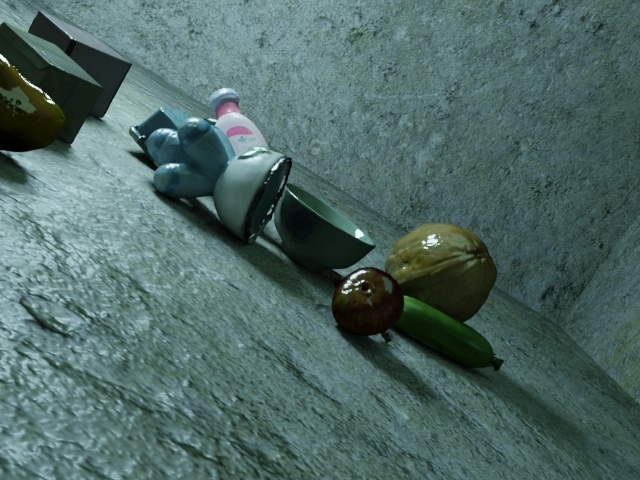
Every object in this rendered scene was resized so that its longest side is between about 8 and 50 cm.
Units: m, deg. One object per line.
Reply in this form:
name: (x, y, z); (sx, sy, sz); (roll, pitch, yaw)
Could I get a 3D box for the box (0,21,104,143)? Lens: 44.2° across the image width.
box: (-0.617, -0.344, 1.719); (0.231, 0.149, 0.155); (39, 12, 32)

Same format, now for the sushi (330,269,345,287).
sushi: (0.129, 0.133, 2.080); (0.210, 0.040, 0.192); (31, 10, -11)

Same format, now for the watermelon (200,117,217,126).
watermelon: (-0.312, -0.273, 2.357); (0.204, 0.127, 0.232); (-2, -19, 42)

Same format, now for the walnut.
walnut: (0.315, 0.095, 2.127); (0.277, 0.313, 0.252); (50, 44, -3)

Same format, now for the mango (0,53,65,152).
mango: (-0.574, -0.250, 1.387); (0.249, 0.156, 0.151); (27, 10, -20)

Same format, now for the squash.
squash: (0.322, 0.241, 2.004); (0.379, 0.101, 0.101); (31, 10, -21)

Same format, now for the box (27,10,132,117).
box: (-0.642, -0.447, 2.031); (0.153, 0.188, 0.252); (37, 13, 17)

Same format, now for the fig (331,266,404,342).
fig: (0.108, 0.133, 1.711); (0.148, 0.149, 0.202); (30, 5, 13)

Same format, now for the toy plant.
toy plant: (-0.258, -0.164, 1.859); (0.332, 0.247, 0.247); (27, 10, 6)

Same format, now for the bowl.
bowl: (-0.013, -0.011, 2.031); (0.289, 0.146, 0.289); (33, 9, -6)

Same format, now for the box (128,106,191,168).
box: (-0.387, -0.256, 2.073); (0.162, 0.130, 0.227); (49, 10, 4)

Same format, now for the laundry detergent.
laundry detergent: (-0.218, -0.240, 2.080); (0.088, 0.159, 0.335); (92, -19, -72)
